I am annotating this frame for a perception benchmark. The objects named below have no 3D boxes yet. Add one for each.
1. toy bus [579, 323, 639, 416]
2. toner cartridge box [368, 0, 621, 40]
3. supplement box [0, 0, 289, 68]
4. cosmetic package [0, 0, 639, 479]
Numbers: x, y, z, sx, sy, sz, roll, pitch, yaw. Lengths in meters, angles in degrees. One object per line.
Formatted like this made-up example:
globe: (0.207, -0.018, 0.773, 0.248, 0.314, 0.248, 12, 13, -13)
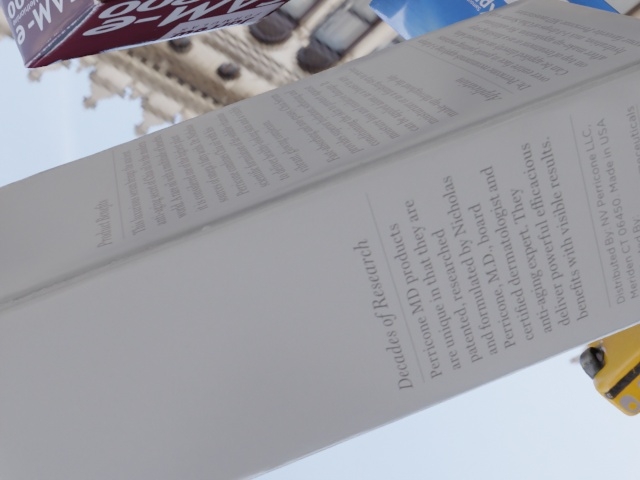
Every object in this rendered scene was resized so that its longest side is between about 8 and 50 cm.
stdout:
toy bus: (0.350, 0.081, 1.031, 0.130, 0.108, 0.332, 39, -158, -5)
toner cartridge box: (0.236, -0.203, 1.052, 0.348, 0.165, 0.075, 42, -167, 8)
supplement box: (-0.099, -0.204, 0.405, 0.130, 0.073, 0.239, -24, -87, -40)
cosmetic package: (0.000, 0.000, 0.621, 0.230, 0.453, 0.161, -123, 14, -67)
